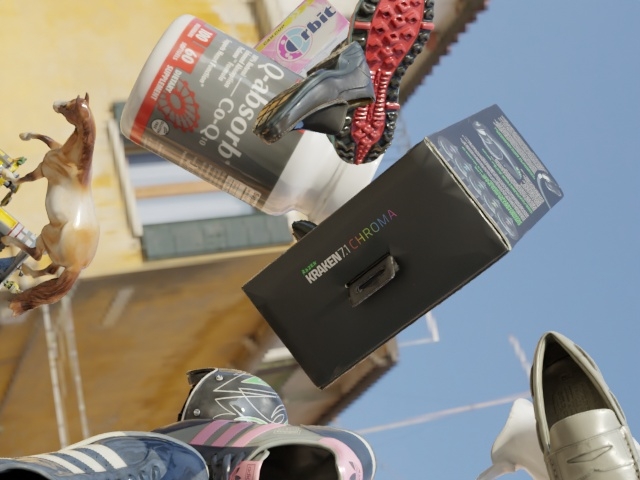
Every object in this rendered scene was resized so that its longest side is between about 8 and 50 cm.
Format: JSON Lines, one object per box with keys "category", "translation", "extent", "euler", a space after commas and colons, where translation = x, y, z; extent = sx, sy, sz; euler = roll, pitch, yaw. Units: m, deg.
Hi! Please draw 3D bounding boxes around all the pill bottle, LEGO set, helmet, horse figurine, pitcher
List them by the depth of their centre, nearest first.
{"category": "horse figurine", "translation": [-0.319, -0.038, 1.430], "extent": [0.174, 0.066, 0.263], "euler": [0, -92, 41]}
{"category": "helmet", "translation": [-0.125, 0.249, 1.594], "extent": [0.161, 0.169, 0.169], "euler": [-4, -88, 58]}
{"category": "pitcher", "translation": [0.319, 0.312, 1.609], "extent": [0.207, 0.178, 0.125], "euler": [12, -36, 49]}
{"category": "LEGO set", "translation": [-0.524, 0.027, 1.748], "extent": [0.331, 0.192, 0.255], "euler": [-47, -168, 3]}
{"category": "pill bottle", "translation": [-0.096, -0.166, 1.783], "extent": [0.210, 0.363, 0.210], "euler": [-61, -176, 7]}

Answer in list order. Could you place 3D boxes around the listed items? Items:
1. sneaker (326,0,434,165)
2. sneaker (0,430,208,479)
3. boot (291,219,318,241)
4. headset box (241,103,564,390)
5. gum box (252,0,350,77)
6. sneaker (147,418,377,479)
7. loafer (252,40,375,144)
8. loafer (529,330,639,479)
{"category": "sneaker", "translation": [0.050, -0.232, 1.466], "extent": [0.125, 0.104, 0.261], "euler": [50, -52, 52]}
{"category": "sneaker", "translation": [-0.236, 0.264, 1.150], "extent": [0.148, 0.350, 0.131], "euler": [7, -85, 51]}
{"category": "boot", "translation": [0.000, -0.001, 1.555], "extent": [0.099, 0.121, 0.045], "euler": [32, -90, 39]}
{"category": "headset box", "translation": [0.088, 0.000, 1.191], "extent": [0.246, 0.283, 0.131], "euler": [-39, -94, 24]}
{"category": "gum box", "translation": [-0.035, -0.323, 2.035], "extent": [0.188, 0.062, 0.107], "euler": [-43, -123, 6]}
{"category": "sneaker", "translation": [-0.100, 0.261, 1.369], "extent": [0.131, 0.319, 0.112], "euler": [20, 64, -81]}
{"category": "loafer", "translation": [0.002, -0.124, 1.083], "extent": [0.062, 0.170, 0.061], "euler": [-22, -75, 44]}
{"category": "loafer", "translation": [0.291, 0.235, 1.308], "extent": [0.111, 0.112, 0.319], "euler": [57, 13, -38]}
